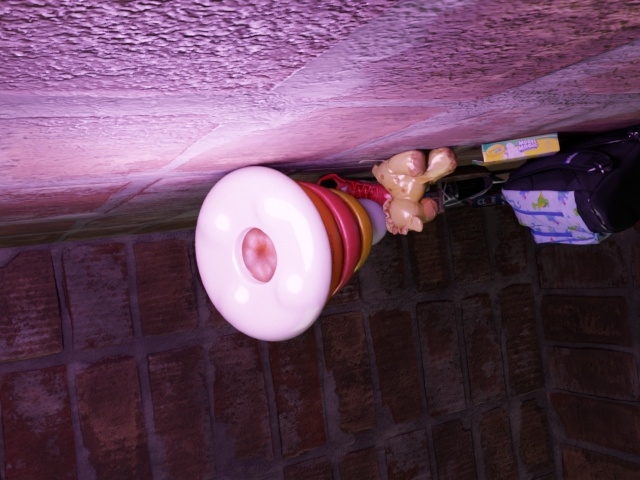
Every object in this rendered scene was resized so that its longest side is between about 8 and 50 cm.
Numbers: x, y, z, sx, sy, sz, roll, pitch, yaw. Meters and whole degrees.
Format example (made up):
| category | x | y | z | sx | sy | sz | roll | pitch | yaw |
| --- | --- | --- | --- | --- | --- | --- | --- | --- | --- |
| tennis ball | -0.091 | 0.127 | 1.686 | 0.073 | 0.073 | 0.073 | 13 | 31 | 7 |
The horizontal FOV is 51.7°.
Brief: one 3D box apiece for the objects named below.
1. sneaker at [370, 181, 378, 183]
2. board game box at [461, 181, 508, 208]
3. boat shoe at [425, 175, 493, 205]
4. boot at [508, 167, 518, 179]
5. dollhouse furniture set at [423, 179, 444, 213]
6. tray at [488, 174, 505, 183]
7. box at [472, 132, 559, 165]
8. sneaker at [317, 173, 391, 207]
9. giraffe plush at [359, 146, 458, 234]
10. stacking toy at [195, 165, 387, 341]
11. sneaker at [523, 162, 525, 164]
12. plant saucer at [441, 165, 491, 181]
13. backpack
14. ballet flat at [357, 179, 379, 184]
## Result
| category | x | y | z | sx | sy | sz | roll | pitch | yaw |
| --- | --- | --- | --- | --- | --- | --- | --- | --- | --- |
| sneaker | 0.104 | -0.115 | 2.095 | 0.290 | 0.106 | 0.123 | -9 | 176 | 28 |
| board game box | 0.598 | -0.158 | 2.230 | 0.243 | 0.042 | 0.165 | -8 | -164 | -10 |
| boat shoe | 0.392 | -0.154 | 2.051 | 0.301 | 0.108 | 0.102 | -9 | 180 | -14 |
| boot | 0.737 | -0.213 | 2.142 | 0.165 | 0.077 | 0.213 | -10 | -179 | -30 |
| dollhouse furniture set | 0.265 | -0.128 | 1.692 | 0.129 | 0.129 | 0.183 | -7 | 179 | -16 |
| tray | 0.511 | -0.204 | 2.373 | 0.270 | 0.030 | 0.145 | -7 | 179 | 40 |
| box | 0.418 | -0.194 | 1.434 | 0.179 | 0.043 | 0.105 | -10 | 179 | 13 |
| sneaker | 0.093 | -0.113 | 1.637 | 0.221 | 0.087 | 0.128 | 8 | -177 | 22 |
| giraffe plush | 0.198 | -0.101 | 1.439 | 0.210 | 0.171 | 0.181 | -7 | 180 | 6 |
| stacking toy | 0.000 | 0.000 | 1.453 | 0.350 | 0.351 | 0.480 | -8 | -176 | 39 |
| sneaker | 0.687 | -0.206 | 1.828 | 0.271 | 0.100 | 0.108 | -4 | -167 | -1 |
| plant saucer | 0.410 | -0.195 | 1.926 | 0.168 | 0.029 | 0.168 | -8 | 179 | 0 |
| backpack | 0.583 | -0.117 | 1.512 | 0.290 | 0.273 | 0.355 | -43 | -152 | -20 |
| ballet flat | 0.090 | -0.114 | 1.843 | 0.316 | 0.106 | 0.107 | -14 | 149 | -46 |
